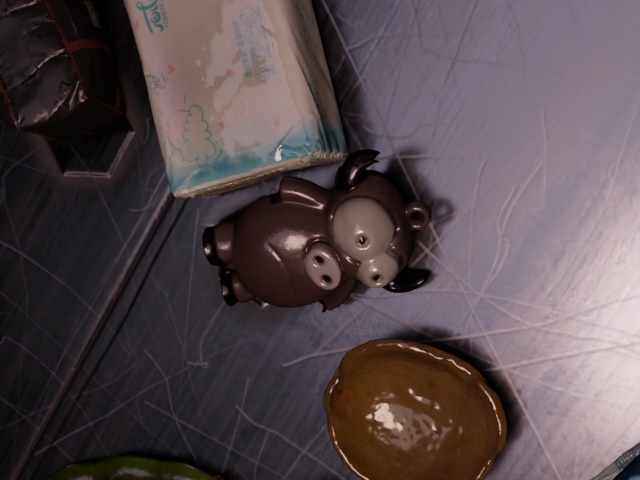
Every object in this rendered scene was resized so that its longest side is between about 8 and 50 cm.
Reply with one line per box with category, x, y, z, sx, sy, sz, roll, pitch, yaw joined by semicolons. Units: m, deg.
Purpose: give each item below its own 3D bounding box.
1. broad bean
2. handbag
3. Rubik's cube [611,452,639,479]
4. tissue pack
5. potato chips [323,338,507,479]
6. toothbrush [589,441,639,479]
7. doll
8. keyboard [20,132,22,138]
broad bean;-0.245;0.290;1.900;0.297;0.043;0.060;-9;100;20
handbag;-0.323;-0.225;1.826;0.155;0.169;0.215;-23;84;5
Rubik's cube;0.345;0.427;1.519;0.352;0.351;0.347;44;107;15
tissue pack;-0.098;-0.198;1.768;0.201;0.124;0.271;-15;88;18
potato chips;0.109;0.196;1.747;0.208;0.062;0.195;-12;95;20
toothbrush;0.338;0.231;1.684;0.219;0.019;0.016;-37;76;19
doll;-0.001;-0.001;1.742;0.257;0.117;0.182;-10;120;22
keyboard;-0.511;-0.077;1.983;0.381;0.041;0.103;-26;85;27
